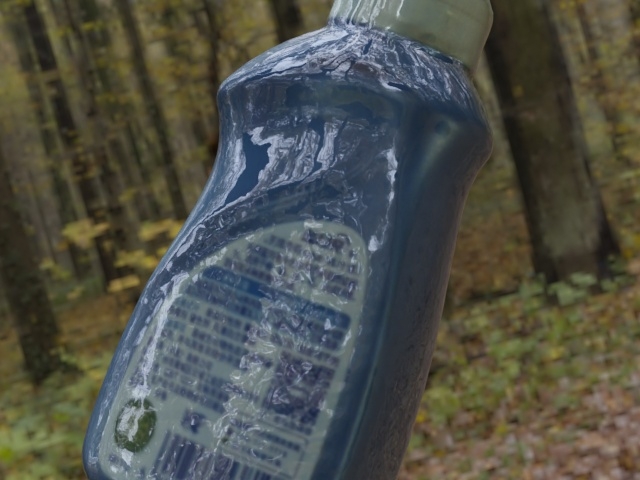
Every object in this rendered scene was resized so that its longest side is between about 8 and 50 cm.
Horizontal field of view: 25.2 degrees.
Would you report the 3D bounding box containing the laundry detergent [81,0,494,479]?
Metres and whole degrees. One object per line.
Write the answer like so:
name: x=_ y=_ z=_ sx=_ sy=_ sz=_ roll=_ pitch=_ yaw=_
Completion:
laundry detergent: x=0.000 y=0.000 z=0.652 sx=0.143 sy=0.289 sz=0.094 roll=21 pitch=-2 yaw=34
